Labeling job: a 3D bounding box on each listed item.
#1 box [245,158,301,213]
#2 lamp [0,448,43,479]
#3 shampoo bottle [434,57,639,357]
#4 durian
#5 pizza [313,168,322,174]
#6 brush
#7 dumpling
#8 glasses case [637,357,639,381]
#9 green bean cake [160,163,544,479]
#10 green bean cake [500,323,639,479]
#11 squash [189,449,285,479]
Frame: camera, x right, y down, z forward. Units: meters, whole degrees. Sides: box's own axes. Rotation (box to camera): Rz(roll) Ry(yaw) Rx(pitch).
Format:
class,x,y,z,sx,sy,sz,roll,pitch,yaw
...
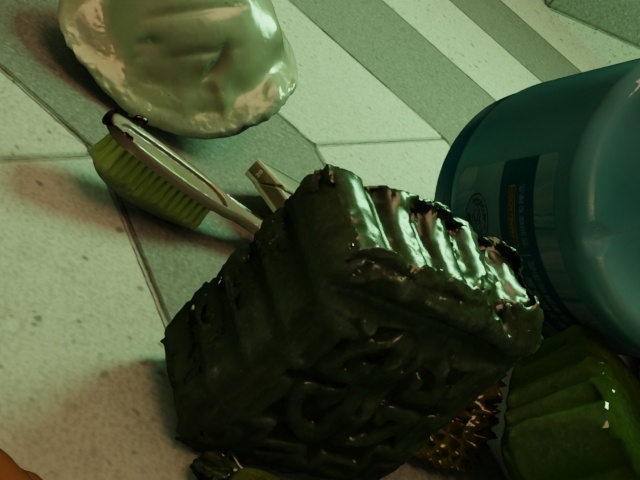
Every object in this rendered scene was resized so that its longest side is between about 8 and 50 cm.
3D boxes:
class,x,y,z,sx,sy,sz,roll,pitch,yaw
box,0.000,0.000,1.157,0.198,0.029,0.109,54,13,24
lamp,-0.193,0.186,0.496,0.164,0.187,0.187,43,26,20
shampoo bottle,0.346,-0.035,1.214,0.331,0.331,0.342,34,-10,-14
durian,0.142,0.156,1.058,0.119,0.108,0.186,50,26,18
pizza,0.034,-0.063,1.331,0.083,0.025,0.078,48,30,14
brush,-0.110,-0.025,1.070,0.313,0.067,0.072,35,19,-39
dumpling,-0.150,-0.211,1.207,0.175,0.243,0.227,86,-14,-73
glasses case,0.496,0.233,1.443,0.122,0.075,0.314,37,27,-8
green bean cake,0.029,0.080,0.872,0.241,0.255,0.132,25,34,-37
green bean cake,0.280,0.223,1.068,0.248,0.125,0.222,60,24,-16
squash,0.028,0.267,0.795,0.318,0.071,0.080,38,-14,0
